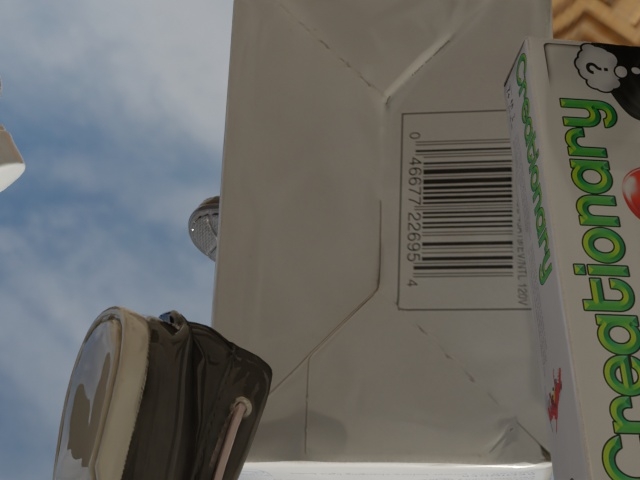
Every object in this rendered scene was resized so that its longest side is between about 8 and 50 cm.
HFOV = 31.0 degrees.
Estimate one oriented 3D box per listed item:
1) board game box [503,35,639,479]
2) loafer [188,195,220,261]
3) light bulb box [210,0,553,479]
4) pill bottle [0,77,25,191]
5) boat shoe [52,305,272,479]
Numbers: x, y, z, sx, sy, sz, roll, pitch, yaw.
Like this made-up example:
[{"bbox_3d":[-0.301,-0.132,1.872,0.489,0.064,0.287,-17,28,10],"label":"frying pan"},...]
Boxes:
[{"bbox_3d":[0.205,0.033,0.584,0.193,0.053,0.305,3,-122,-7],"label":"board game box"},{"bbox_3d":[0.000,0.000,1.352,0.302,0.109,0.095,13,-141,4],"label":"loafer"},{"bbox_3d":[0.065,0.023,0.901,0.225,0.361,0.358,0,-107,9],"label":"light bulb box"},{"bbox_3d":[-0.426,-0.179,1.136,0.318,0.176,0.176,59,-146,1],"label":"pill bottle"},{"bbox_3d":[-0.091,0.197,0.544,0.095,0.112,0.335,18,-108,-24],"label":"boat shoe"}]
